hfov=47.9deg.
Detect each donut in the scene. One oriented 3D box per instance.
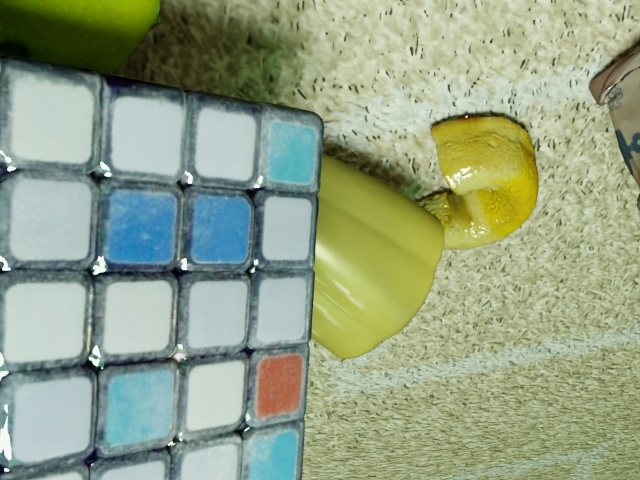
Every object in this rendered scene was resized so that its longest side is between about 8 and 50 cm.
[{"bbox_3d":[0.180,-0.055,0.813,0.146,0.078,0.181,1,139,-11],"label":"donut"}]

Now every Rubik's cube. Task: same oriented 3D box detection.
[{"bbox_3d":[-0.196,0.034,0.529,0.293,0.292,0.287,-2,-174,-41],"label":"Rubik's cube"}]

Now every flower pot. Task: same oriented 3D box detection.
[{"bbox_3d":[0.000,0.000,0.756,0.179,0.195,0.195,35,121,-27],"label":"flower pot"}]

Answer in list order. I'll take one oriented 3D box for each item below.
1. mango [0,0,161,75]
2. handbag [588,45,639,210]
[{"bbox_3d":[-0.257,-0.194,0.496,0.293,0.143,0.175,10,133,-11],"label":"mango"},{"bbox_3d":[0.392,-0.100,0.696,0.193,0.251,0.190,-28,132,30],"label":"handbag"}]
